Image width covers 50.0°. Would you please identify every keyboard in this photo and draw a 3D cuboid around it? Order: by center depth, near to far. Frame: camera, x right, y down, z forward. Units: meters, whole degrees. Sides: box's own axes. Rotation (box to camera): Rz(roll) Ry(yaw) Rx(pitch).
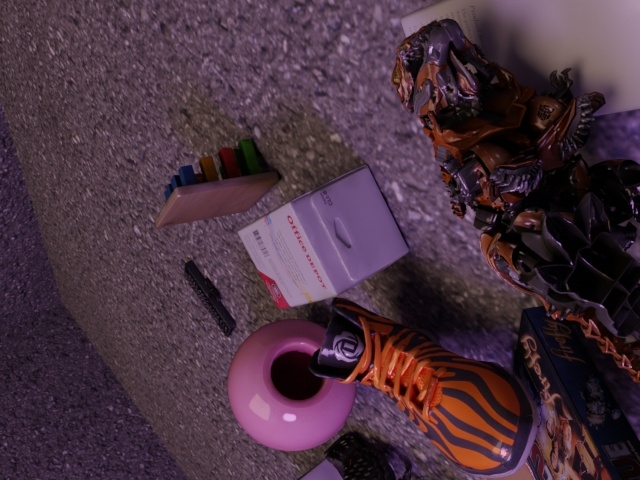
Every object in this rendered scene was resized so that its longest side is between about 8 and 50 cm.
[{"bbox_3d":[-0.246,0.127,1.509,0.180,0.023,0.108,52,150,12],"label":"keyboard"}]

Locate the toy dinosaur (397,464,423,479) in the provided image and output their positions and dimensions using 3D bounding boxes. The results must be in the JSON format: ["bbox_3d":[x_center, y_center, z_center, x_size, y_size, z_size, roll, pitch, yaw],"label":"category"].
[{"bbox_3d":[0.173,0.418,1.074,0.118,0.064,0.268,51,154,3],"label":"toy dinosaur"}]

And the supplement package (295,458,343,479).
[{"bbox_3d":[0.015,0.548,1.345,0.194,0.149,0.203,52,149,14],"label":"supplement package"}]

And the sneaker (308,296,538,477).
[{"bbox_3d":[0.088,0.158,0.775,0.180,0.124,0.321,22,178,-22],"label":"sneaker"}]

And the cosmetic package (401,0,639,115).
[{"bbox_3d":[0.177,-0.155,0.526,0.231,0.086,0.117,3,119,55],"label":"cosmetic package"}]

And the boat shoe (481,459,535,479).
[{"bbox_3d":[0.256,0.369,0.843,0.122,0.110,0.341,8,122,55],"label":"boat shoe"}]

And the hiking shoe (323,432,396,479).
[{"bbox_3d":[0.090,0.412,1.175,0.114,0.086,0.227,50,172,-16],"label":"hiking shoe"}]

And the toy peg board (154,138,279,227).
[{"bbox_3d":[-0.173,-0.092,1.071,0.161,0.161,0.079,-34,70,61],"label":"toy peg board"}]

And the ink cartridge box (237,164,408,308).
[{"bbox_3d":[0.000,0.000,0.895,0.176,0.127,0.128,-20,98,61],"label":"ink cartridge box"}]

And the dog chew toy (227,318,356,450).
[{"bbox_3d":[-0.057,0.260,1.165,0.206,0.207,0.332,53,159,14],"label":"dog chew toy"}]

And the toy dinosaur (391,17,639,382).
[{"bbox_3d":[0.178,-0.021,0.487,0.322,0.164,0.218,33,173,-15],"label":"toy dinosaur"}]

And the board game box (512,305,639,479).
[{"bbox_3d":[0.245,0.203,0.654,0.243,0.042,0.165,-101,5,-52],"label":"board game box"}]
